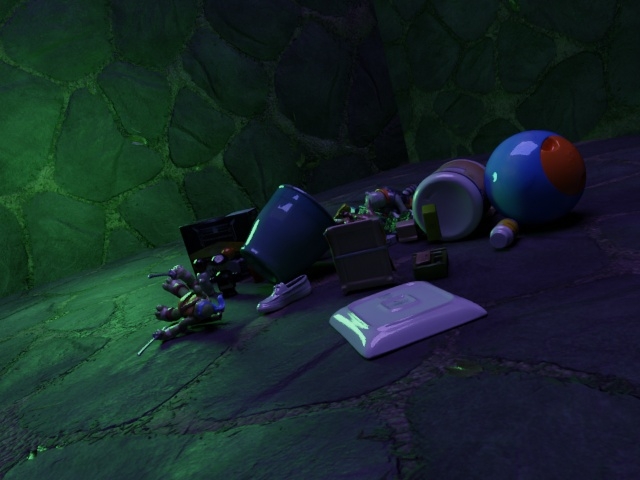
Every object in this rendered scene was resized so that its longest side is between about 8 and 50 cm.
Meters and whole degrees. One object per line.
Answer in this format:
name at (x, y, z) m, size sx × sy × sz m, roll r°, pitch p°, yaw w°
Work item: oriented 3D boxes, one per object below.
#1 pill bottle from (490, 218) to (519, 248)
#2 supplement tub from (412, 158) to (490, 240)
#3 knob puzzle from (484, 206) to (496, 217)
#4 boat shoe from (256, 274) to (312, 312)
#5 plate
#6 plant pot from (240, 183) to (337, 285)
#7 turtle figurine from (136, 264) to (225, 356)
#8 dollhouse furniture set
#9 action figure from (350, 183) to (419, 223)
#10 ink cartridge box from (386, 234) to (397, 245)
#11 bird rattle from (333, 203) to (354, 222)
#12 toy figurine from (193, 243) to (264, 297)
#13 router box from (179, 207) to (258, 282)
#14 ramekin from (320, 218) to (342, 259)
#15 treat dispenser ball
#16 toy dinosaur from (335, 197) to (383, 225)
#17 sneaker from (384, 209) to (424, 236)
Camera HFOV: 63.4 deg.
pill bottle at (0.523, -0.018, 1.478) m, size 0.065 × 0.065 × 0.116 m, roll -7°, pitch 15°, yaw 36°
supplement tub at (0.462, -0.149, 1.757) m, size 0.228 × 0.228 × 0.316 m, roll -8°, pitch 15°, yaw 31°
knob puzzle at (0.581, -0.111, 1.932) m, size 0.213 × 0.030 × 0.213 m, roll -20°, pitch 23°, yaw 9°
boat shoe at (-0.106, 0.151, 1.491) m, size 0.184 × 0.063 × 0.066 m, roll -21°, pitch 13°, yaw -26°
plate at (0.176, 0.156, 1.152) m, size 0.277 × 0.045 × 0.278 m, roll -18°, pitch 11°, yaw -12°
plant pot at (-0.118, 0.001, 1.702) m, size 0.255 × 0.271 × 0.272 m, roll -49°, pitch 24°, yaw -18°
turtle figurine at (-0.435, 0.174, 1.482) m, size 0.275 × 0.197 × 0.266 m, roll -17°, pitch 7°, yaw -29°
dollhouse furniture set at (0.186, 0.014, 1.430) m, size 0.302 × 0.197 × 0.151 m, roll -12°, pitch 13°, yaw 15°
action figure at (0.284, -0.165, 2.181) m, size 0.341 × 0.178 × 0.330 m, roll 14°, pitch 10°, yaw 41°
ink cartridge box at (0.225, 0.006, 1.844) m, size 0.083 × 0.028 × 0.048 m, roll -21°, pitch 13°, yaw -29°
bird rattle at (0.047, -0.047, 2.226) m, size 0.254 × 0.143 × 0.207 m, roll -24°, pitch -5°, yaw 23°
toy figurine at (-0.326, 0.098, 1.822) m, size 0.210 × 0.148 × 0.213 m, roll -3°, pitch 17°, yaw 46°
router box at (-0.362, 0.025, 1.986) m, size 0.309 × 0.242 × 0.081 m, roll -10°, pitch 12°, yaw 21°
ramekin at (0.000, 0.000, 1.969) m, size 0.207 × 0.109 × 0.207 m, roll -15°, pitch 11°, yaw 3°
treat dispenser ball at (0.646, -0.188, 1.571) m, size 0.288 × 0.288 × 0.288 m, roll -15°, pitch 11°, yaw 3°
toy dinosaur at (0.156, -0.039, 1.808) m, size 0.200 × 0.127 × 0.295 m, roll -4°, pitch 32°, yaw 41°
sneaker at (0.309, -0.049, 1.891) m, size 0.108 × 0.100 × 0.271 m, roll 16°, pitch -4°, yaw -16°
